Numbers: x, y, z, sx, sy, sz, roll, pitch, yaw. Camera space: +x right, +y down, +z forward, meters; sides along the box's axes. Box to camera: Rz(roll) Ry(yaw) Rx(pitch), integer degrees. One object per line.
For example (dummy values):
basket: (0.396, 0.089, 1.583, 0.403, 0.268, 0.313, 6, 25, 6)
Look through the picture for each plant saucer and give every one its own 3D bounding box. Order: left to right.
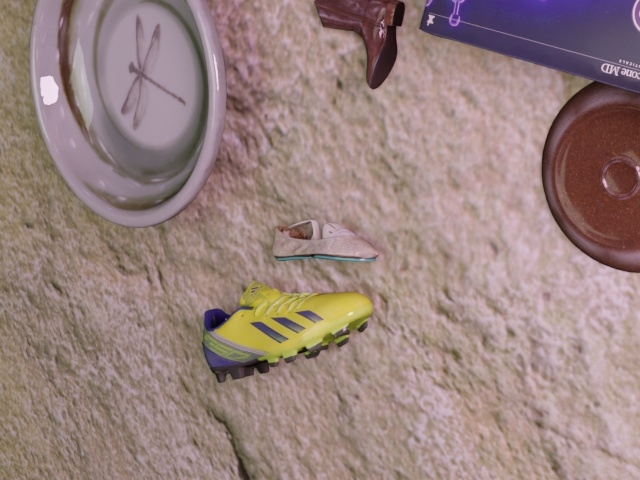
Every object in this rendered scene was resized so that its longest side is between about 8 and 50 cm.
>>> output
plant saucer: (-0.247, -0.221, 1.325, 0.400, 0.100, 0.400, 12, 109, 40)
plant saucer: (0.296, -0.062, 0.932, 0.198, 0.036, 0.199, 11, 108, 38)

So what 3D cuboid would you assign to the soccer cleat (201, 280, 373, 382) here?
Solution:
soccer cleat: (-0.056, 0.101, 1.244, 0.289, 0.093, 0.121, -23, 78, 42)

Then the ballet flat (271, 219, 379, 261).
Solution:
ballet flat: (0.000, 0.000, 1.195, 0.168, 0.057, 0.052, 0, 90, 41)

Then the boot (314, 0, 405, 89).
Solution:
boot: (0.036, -0.239, 1.115, 0.114, 0.037, 0.106, 23, 102, 32)

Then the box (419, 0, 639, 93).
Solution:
box: (0.241, -0.245, 0.879, 0.261, 0.103, 0.184, 25, 111, 35)
